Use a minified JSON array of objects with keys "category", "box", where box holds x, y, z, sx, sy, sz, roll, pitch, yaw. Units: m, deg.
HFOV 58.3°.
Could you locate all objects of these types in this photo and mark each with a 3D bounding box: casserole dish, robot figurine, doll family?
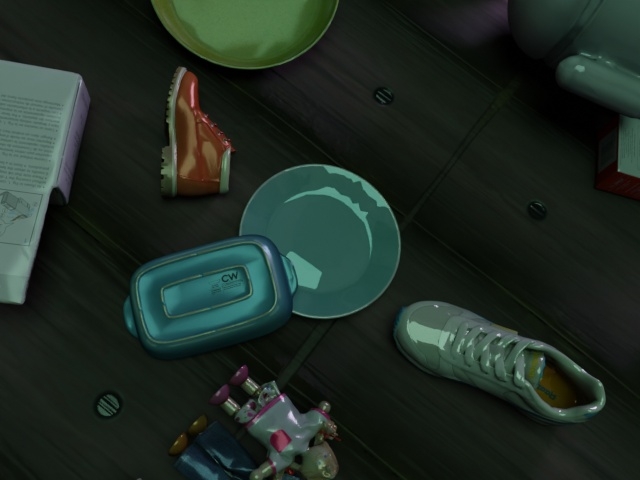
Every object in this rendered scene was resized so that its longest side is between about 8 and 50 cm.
[{"category":"casserole dish","box":[-0.117,0.056,0.602,0.189,0.037,0.114,-15,78,-6]},{"category":"robot figurine","box":[0.400,-0.296,0.747,0.354,0.199,0.299,26,67,-1]},{"category":"doll family","box":[-0.087,0.254,0.529,0.163,0.118,0.263,40,51,11]}]

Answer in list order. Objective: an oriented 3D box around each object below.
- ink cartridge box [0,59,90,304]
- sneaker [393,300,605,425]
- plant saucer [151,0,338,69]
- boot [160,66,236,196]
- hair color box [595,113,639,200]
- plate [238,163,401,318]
[{"category":"ink cartridge box","box":[-0.418,-0.072,0.586,0.297,0.066,0.260,8,72,-9]},{"category":"sneaker","box":[0.190,0.125,0.620,0.229,0.092,0.087,24,70,0]},{"category":"plant saucer","box":[-0.096,-0.328,0.735,0.241,0.037,0.240,1,83,-7]},{"category":"boot","box":[-0.141,-0.125,0.669,0.085,0.059,0.157,1,79,-13]},{"category":"hair color box","box":[0.459,-0.098,0.768,0.168,0.053,0.093,15,68,-3]},{"category":"plate","box":[0.000,0.000,0.665,0.188,0.024,0.188,3,71,-8]}]
